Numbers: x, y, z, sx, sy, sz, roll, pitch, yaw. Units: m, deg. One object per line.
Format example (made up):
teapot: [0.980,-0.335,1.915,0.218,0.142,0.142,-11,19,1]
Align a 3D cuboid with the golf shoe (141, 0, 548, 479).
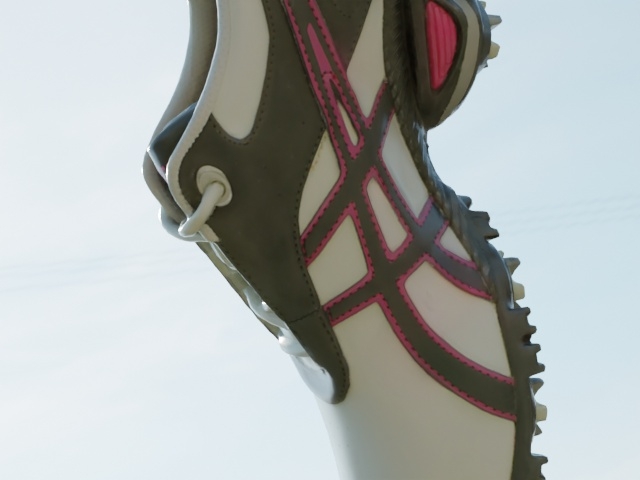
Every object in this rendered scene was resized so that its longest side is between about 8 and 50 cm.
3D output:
golf shoe: [0.000,0.000,0.397,0.120,0.272,0.105,-9,4,-22]
